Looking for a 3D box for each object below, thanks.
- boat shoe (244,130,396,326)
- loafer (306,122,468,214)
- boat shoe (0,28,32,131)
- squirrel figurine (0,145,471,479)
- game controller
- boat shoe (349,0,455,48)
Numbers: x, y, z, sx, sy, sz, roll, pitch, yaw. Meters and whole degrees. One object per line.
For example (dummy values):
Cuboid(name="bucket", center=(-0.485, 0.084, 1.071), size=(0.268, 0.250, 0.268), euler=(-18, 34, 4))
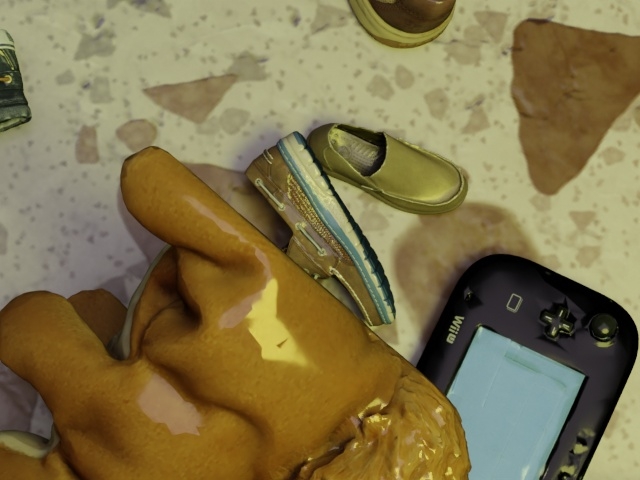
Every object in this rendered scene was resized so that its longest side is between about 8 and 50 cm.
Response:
Cuboid(name="boat shoe", center=(0.000, 0.000, 1.664), size=(0.066, 0.066, 0.183), euler=(-30, 91, 8))
Cuboid(name="loafer", center=(0.058, -0.062, 1.684), size=(0.148, 0.050, 0.056), euler=(16, 78, -5))
Cuboid(name="boat shoe", center=(-0.335, -0.114, 1.627), size=(0.183, 0.065, 0.083), euler=(-17, 82, -12))
Cuboid(name="squirrel figurine", center=(-0.100, 0.192, 1.497), size=(0.397, 0.281, 0.370), euler=(41, 89, 7))
Cuboid(name="game controller", center=(0.141, 0.172, 1.648), size=(0.166, 0.067, 0.319), euler=(27, 77, -3))
Cuboid(name="boat shoe", center=(0.028, -0.335, 1.691), size=(0.123, 0.123, 0.342), euler=(-22, 84, -12))
